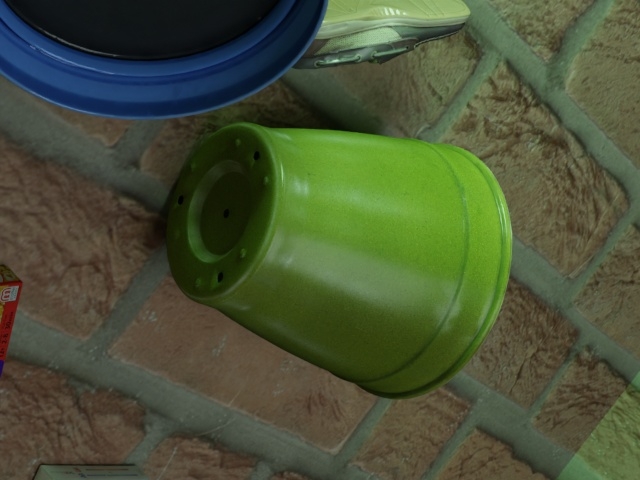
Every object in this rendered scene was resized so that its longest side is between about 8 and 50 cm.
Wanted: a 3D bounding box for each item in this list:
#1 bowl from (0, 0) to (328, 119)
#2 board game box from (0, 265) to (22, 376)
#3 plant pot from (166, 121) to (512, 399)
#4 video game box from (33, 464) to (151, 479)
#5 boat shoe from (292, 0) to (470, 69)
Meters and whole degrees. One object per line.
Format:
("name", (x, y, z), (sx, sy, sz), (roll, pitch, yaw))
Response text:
("bowl", (-0.187, -0.278, 1.529), (0.391, 0.077, 0.391), (-4, 145, -3))
("board game box", (-0.465, 0.111, 1.750), (0.193, 0.045, 0.147), (-8, 126, -42))
("plant pot", (0.000, 0.000, 1.930), (0.353, 0.366, 0.367), (18, 107, -39))
("video game box", (-0.365, 0.420, 2.111), (0.187, 0.048, 0.205), (10, 113, -51))
("boat shoe", (0.072, -0.282, 1.938), (0.285, 0.103, 0.092), (-13, 134, -35))
